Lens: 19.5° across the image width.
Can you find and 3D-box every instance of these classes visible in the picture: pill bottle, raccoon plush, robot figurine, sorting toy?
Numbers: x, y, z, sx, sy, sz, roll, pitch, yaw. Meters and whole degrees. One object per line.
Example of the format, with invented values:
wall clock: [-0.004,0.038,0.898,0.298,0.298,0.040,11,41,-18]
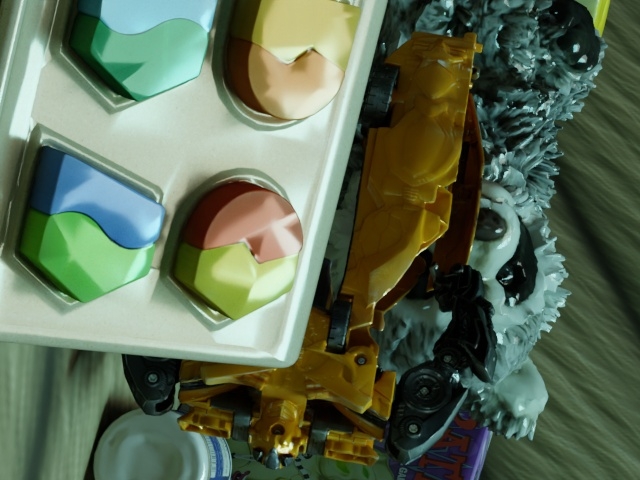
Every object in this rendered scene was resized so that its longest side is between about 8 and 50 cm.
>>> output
pill bottle: [-0.090,0.134,1.106,0.120,0.067,0.067,45,60,-80]
raccoon plush: [0.086,-0.001,1.324,0.446,0.216,0.299,59,35,-77]
robot figurine: [0.000,0.000,1.035,0.085,0.211,0.291,98,4,-59]
sorting toy: [-0.056,-0.042,0.789,0.208,0.038,0.193,8,99,-44]

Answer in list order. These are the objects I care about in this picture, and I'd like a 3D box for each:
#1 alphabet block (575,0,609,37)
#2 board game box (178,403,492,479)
alphabet block: [0.150,-0.246,1.560,0.192,0.197,0.193,-62,164,-58]
board game box: [0.008,0.135,1.267,0.347,0.208,0.056,-65,167,-52]
